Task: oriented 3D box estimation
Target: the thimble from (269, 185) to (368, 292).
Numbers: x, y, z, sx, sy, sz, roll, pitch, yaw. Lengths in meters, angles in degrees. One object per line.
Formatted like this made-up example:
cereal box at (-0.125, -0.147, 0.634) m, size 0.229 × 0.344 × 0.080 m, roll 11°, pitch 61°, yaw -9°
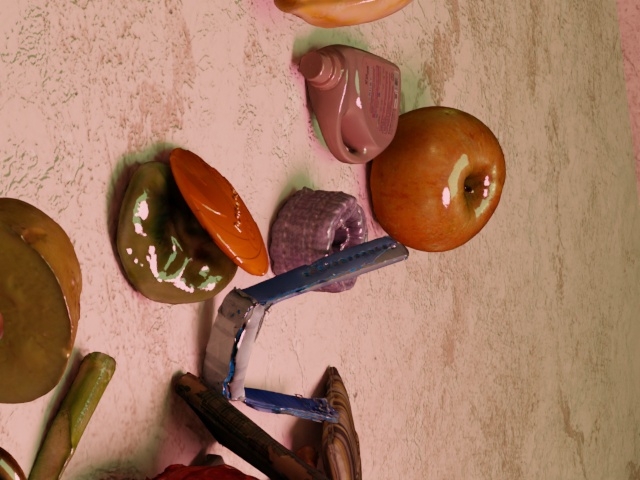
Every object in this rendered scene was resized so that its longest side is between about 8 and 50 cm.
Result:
thimble at (-0.001, 0.002, 2.097) m, size 0.150 × 0.097 × 0.150 m, roll -23°, pitch 116°, yaw -61°

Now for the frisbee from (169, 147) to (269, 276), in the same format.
frisbee at (-0.116, -0.041, 1.807) m, size 0.192 × 0.035 × 0.192 m, roll 52°, pitch 11°, yaw -14°

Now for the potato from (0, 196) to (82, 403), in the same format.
potato at (-0.306, 0.033, 1.443) m, size 0.203 × 0.178 × 0.158 m, roll 63°, pitch 22°, yaw -25°

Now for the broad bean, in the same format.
broad bean at (-0.184, -0.003, 1.782) m, size 0.206 × 0.072 × 0.153 m, roll 42°, pitch 55°, yaw -44°

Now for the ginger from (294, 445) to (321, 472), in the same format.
ginger at (-0.030, 0.380, 2.132) m, size 0.162 × 0.073 × 0.103 m, roll -51°, pitch 139°, yaw -50°

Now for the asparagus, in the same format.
asparagus at (-0.282, 0.206, 1.641) m, size 0.041 × 0.045 × 0.178 m, roll 36°, pitch 57°, yaw -22°

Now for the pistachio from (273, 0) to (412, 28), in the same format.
pistachio at (0.050, -0.418, 1.997) m, size 0.309 × 0.230 × 0.230 m, roll -38°, pitch 130°, yaw -34°

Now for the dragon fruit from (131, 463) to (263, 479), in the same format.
dragon fruit at (-0.133, 0.401, 1.699) m, size 0.295 × 0.301 × 0.296 m, roll 7°, pitch 82°, yaw -58°

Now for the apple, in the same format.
apple at (0.180, -0.102, 2.355) m, size 0.237 × 0.207 × 0.237 m, roll -14°, pitch 110°, yaw -42°

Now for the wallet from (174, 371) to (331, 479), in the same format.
wallet at (-0.048, 0.280, 1.832) m, size 0.044 × 0.317 × 0.169 m, roll -50°, pitch 142°, yaw -12°

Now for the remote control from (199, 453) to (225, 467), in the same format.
remote control at (-0.131, 0.423, 1.978) m, size 0.123 × 0.038 × 0.285 m, roll -54°, pitch 140°, yaw -45°

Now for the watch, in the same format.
watch at (-0.019, 0.107, 1.981) m, size 0.274 × 0.068 × 0.276 m, roll 15°, pitch 98°, yaw -45°

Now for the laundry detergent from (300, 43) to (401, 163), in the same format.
laundry detergent at (0.039, -0.201, 2.164) m, size 0.237 × 0.076 × 0.171 m, roll 4°, pitch 91°, yaw -63°

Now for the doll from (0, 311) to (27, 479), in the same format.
doll at (-0.400, 0.184, 1.269) m, size 0.317 × 0.209 × 0.340 m, roll -10°, pitch 103°, yaw -29°

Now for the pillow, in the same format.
pillow at (0.034, 0.332, 2.221) m, size 0.212 × 0.052 × 0.208 m, roll -90°, pitch 170°, yaw -60°
